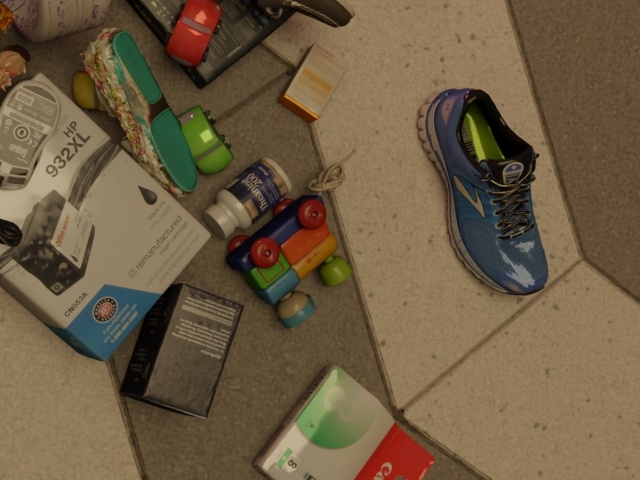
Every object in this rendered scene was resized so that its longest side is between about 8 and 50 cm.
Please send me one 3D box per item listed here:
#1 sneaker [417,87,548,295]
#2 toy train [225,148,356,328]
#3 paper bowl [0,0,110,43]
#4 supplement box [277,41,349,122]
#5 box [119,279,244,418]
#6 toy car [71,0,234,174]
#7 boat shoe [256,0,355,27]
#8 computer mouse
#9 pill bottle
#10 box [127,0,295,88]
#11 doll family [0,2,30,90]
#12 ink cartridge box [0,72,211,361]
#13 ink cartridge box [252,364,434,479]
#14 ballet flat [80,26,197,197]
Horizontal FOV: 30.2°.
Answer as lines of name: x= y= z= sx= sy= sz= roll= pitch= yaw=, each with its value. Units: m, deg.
sneaker: x=0.253 y=-0.071 z=1.741 sx=0.130 sy=0.147 sz=0.330 roll=-26 pitch=94 yaw=-20
toy train: x=0.000 y=0.000 z=1.676 sx=0.248 sy=0.105 sz=0.143 roll=-40 pitch=108 yaw=-18
paper bowl: x=-0.338 y=-0.403 z=1.496 sx=0.148 sy=0.284 sz=0.284 roll=-21 pitch=92 yaw=-22
supplement box: x=-0.011 y=-0.229 z=1.723 sx=0.062 sy=0.036 sz=0.098 roll=33 pitch=75 yaw=-13
box: x=-0.185 y=0.145 z=1.563 sx=0.093 sy=0.156 sz=0.158 roll=22 pitch=78 yaw=-17
toy car: x=-0.193 y=-0.185 z=1.611 sx=0.239 sy=0.053 sz=0.225 roll=-32 pitch=106 yaw=7
boat shoe: x=-0.113 y=-0.367 z=1.608 sx=0.335 sy=0.112 sz=0.095 roll=32 pitch=93 yaw=-8
computer mouse: x=-0.368 y=-0.097 z=1.407 sx=0.106 sy=0.042 sz=0.193 roll=27 pitch=86 yaw=-18
pill bottle: x=-0.104 y=-0.058 z=1.658 sx=0.120 sy=0.067 sz=0.067 roll=-40 pitch=98 yaw=-18
box: x=-0.171 y=-0.360 z=1.668 sx=0.183 sy=0.059 sz=0.232 roll=-42 pitch=99 yaw=-16
doll family: x=-0.434 y=-0.223 z=1.455 sx=0.163 sy=0.263 sz=0.118 roll=-45 pitch=107 yaw=-1
ink cartridge box: x=-0.333 y=-0.029 z=1.518 sx=0.307 sy=0.129 sz=0.223 roll=45 pitch=73 yaw=-20
ink cartridge box: x=0.043 y=0.314 z=1.681 sx=0.225 sy=0.056 sz=0.181 roll=40 pitch=74 yaw=-10
ballet flat: x=-0.239 y=-0.163 z=1.556 sx=0.091 sy=0.077 sz=0.241 roll=-41 pitch=112 yaw=-54
